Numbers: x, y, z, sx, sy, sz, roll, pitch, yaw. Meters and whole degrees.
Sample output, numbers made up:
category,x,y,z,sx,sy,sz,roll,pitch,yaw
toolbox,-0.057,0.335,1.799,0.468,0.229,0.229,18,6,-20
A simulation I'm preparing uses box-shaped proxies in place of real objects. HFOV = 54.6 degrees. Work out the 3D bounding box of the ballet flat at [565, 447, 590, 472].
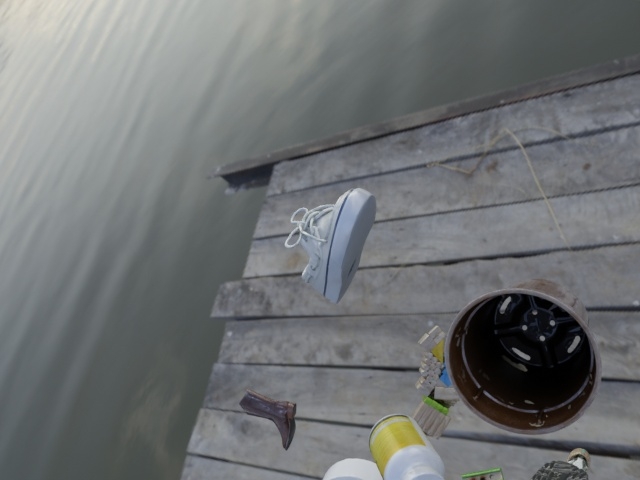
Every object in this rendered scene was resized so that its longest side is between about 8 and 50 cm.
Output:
category,x,y,z,sx,sy,sz,roll,pitch,yaw
ballet flat,0.675,0.663,1.690,0.073,0.067,0.206,19,78,26

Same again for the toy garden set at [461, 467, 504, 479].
category,x,y,z,sx,sy,sz,roll,pitch,yaw
toy garden set,0.401,0.741,1.632,0.204,0.049,0.244,-19,56,20

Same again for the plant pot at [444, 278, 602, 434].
category,x,y,z,sx,sy,sz,roll,pitch,yaw
plant pot,0.254,0.121,0.751,0.167,0.165,0.166,5,102,26

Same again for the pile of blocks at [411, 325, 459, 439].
category,x,y,z,sx,sy,sz,roll,pitch,yaw
pile of blocks,0.384,0.463,2.057,0.149,0.112,0.361,7,87,3

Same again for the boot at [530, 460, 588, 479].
category,x,y,z,sx,sy,sz,roll,pitch,yaw
boot,0.370,0.564,1.087,0.338,0.222,0.118,-19,19,-27

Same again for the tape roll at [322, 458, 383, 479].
category,x,y,z,sx,sy,sz,roll,pitch,yaw
tape roll,0.128,0.869,2.044,0.286,0.286,0.100,-31,5,24

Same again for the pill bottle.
category,x,y,z,sx,sy,sz,roll,pitch,yaw
pill bottle,0.150,0.380,1.056,0.103,0.103,0.184,-51,13,3

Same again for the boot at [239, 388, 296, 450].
category,x,y,z,sx,sy,sz,roll,pitch,yaw
boot,-0.107,0.354,1.229,0.114,0.037,0.106,9,101,15

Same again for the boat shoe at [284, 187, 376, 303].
category,x,y,z,sx,sy,sz,roll,pitch,yaw
boat shoe,0.004,-0.006,1.211,0.157,0.367,0.135,28,66,10
